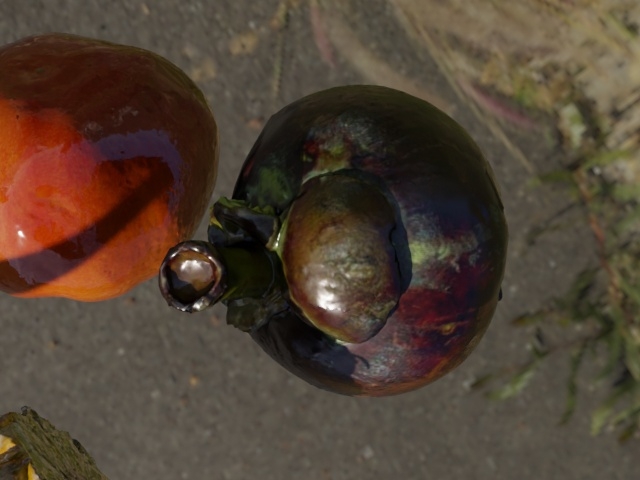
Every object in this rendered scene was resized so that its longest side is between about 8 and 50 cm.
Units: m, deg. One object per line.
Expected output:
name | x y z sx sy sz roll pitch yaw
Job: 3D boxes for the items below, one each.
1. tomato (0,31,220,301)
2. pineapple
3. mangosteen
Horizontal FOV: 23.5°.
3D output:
tomato | -0.214 -0.069 1.278 0.260 0.260 0.180 -18 129 -17
pineapple | -0.151 0.182 0.988 0.047 0.221 0.221 -47 146 -1
mangosteen | 0.000 0.000 1.099 0.289 0.231 0.231 0 137 -40
